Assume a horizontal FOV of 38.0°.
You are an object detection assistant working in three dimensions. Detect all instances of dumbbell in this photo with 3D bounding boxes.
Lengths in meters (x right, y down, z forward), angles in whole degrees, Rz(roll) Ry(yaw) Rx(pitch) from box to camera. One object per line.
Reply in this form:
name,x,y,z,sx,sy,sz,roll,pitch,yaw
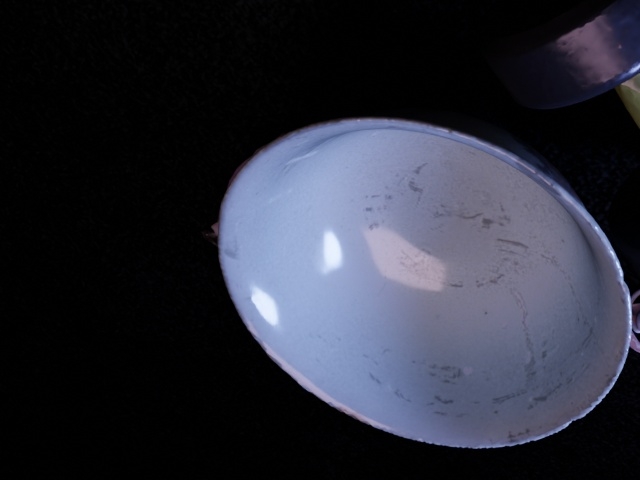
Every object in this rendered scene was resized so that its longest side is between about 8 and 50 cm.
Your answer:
dumbbell,0.310,-0.118,0.852,0.204,0.203,0.322,-22,118,39

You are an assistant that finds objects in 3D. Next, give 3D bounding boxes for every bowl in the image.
bowl,0.124,0.006,1.003,0.435,0.196,0.435,15,133,17

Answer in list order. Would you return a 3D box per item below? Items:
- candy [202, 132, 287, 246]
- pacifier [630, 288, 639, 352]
candy,0.000,0.000,1.200,0.265,0.116,0.155,38,136,-19
pacifier,0.433,0.099,1.182,0.099,0.081,0.078,-35,152,22
